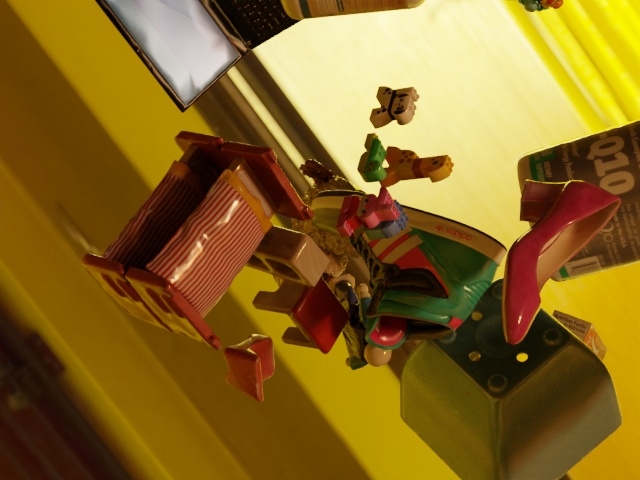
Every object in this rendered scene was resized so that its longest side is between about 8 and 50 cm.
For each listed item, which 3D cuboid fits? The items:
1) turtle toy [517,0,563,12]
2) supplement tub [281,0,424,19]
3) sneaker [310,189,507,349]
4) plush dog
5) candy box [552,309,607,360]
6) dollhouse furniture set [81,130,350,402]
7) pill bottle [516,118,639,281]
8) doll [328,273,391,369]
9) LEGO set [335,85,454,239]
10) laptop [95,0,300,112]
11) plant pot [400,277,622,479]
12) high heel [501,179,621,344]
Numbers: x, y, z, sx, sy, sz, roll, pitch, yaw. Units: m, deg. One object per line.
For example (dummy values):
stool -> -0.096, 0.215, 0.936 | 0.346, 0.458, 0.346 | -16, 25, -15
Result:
turtle toy -> 0.327, -0.376, 1.742 | 0.095, 0.066, 0.130 | -14, -32, -28
supplement tub -> 0.051, -0.339, 1.427 | 0.199, 0.144, 0.144 | -4, 11, 7
sneaker -> 0.084, 0.048, 1.596 | 0.295, 0.124, 0.178 | 17, 78, 37
plush dog -> 0.000, 0.000, 2.150 | 0.225, 0.210, 0.262 | -58, 28, 0
candy box -> 0.440, 0.311, 2.335 | 0.316, 0.087, 0.183 | -64, -28, -10
dollhouse furniture set -> -0.082, 0.066, 1.423 | 0.152, 0.374, 0.201 | 16, 64, 39
pill bottle -> 0.485, -0.078, 1.770 | 0.361, 0.204, 0.204 | -16, 11, 15
doll -> 0.053, 0.117, 1.716 | 0.046, 0.129, 0.189 | 1, 27, -19
LEGO set -> 0.103, -0.083, 1.469 | 0.093, 0.087, 0.227 | -5, 51, 29
laptop -> -0.156, -0.364, 1.793 | 0.264, 0.234, 0.136 | -25, 25, 27
plant pot -> 0.267, 0.199, 1.754 | 0.247, 0.248, 0.252 | -37, -34, -14
high heel -> 0.280, 0.026, 1.424 | 0.117, 0.082, 0.244 | 8, 46, 14
